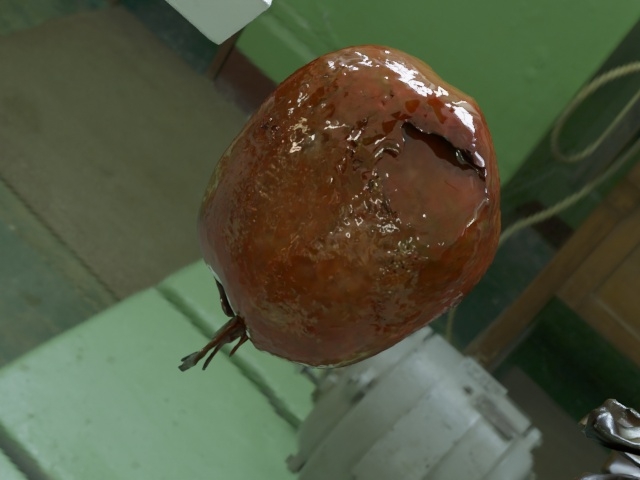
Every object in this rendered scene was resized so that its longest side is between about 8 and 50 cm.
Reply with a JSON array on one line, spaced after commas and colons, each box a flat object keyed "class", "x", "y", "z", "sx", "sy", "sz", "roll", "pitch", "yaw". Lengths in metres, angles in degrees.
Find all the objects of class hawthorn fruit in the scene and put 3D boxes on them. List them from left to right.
[{"class": "hawthorn fruit", "x": 0.000, "y": 0.000, "z": 0.840, "sx": 0.211, "sy": 0.299, "sz": 0.211, "roll": 46, "pitch": 7, "yaw": -8}]

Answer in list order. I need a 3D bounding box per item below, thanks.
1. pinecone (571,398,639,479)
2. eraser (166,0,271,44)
[{"class": "pinecone", "x": 0.336, "y": 0.233, "z": 0.802, "sx": 0.398, "sy": 0.397, "sz": 0.397, "roll": 22, "pitch": 36, "yaw": -18}, {"class": "eraser", "x": -0.169, "y": -0.312, "z": 1.039, "sx": 0.298, "sy": 0.078, "sz": 0.076, "roll": 39, "pitch": 38, "yaw": -27}]
